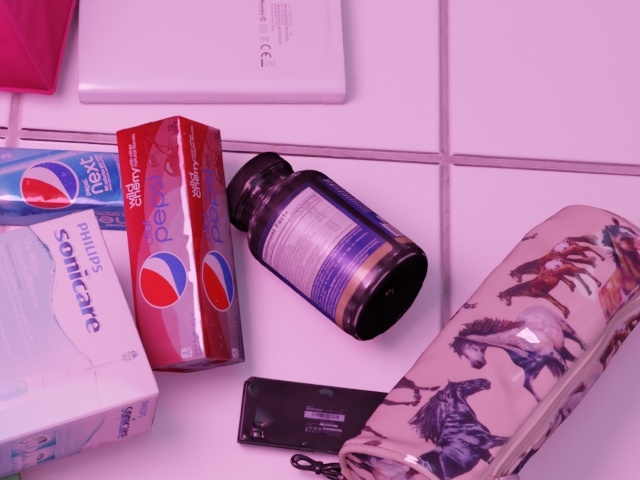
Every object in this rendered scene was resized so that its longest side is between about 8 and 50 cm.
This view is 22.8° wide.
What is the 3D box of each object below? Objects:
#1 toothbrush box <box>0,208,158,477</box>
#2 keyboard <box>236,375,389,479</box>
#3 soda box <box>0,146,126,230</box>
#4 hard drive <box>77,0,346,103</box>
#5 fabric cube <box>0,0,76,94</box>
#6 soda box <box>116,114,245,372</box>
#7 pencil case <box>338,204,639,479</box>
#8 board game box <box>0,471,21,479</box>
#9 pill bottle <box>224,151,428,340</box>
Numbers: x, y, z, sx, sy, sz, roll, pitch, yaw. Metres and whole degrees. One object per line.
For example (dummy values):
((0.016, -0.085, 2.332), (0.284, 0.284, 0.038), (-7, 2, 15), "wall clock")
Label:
((-0.336, 0.121, 1.601), (0.295, 0.126, 0.216), (-17, 70, -16), "toothbrush box")
((0.002, 0.207, 1.702), (0.180, 0.023, 0.108), (7, 61, -2), "keyboard")
((-0.299, -0.057, 1.757), (0.210, 0.071, 0.067), (2, 67, -5), "soda box")
((-0.129, -0.257, 1.873), (0.308, 0.040, 0.203), (-1, 67, -5), "hard drive")
((-0.415, -0.336, 1.732), (0.254, 0.258, 0.259), (5, 69, 11), "fabric cube")
((-0.149, 0.006, 1.693), (0.083, 0.092, 0.263), (-12, 78, 25), "soda box")
((0.210, 0.134, 1.659), (0.183, 0.160, 0.410), (23, 58, 38), "pencil case")
((-0.368, 0.208, 1.655), (0.092, 0.043, 0.181), (-12, 69, -10), "board game box")
((0.000, 0.000, 1.724), (0.219, 0.123, 0.123), (38, 69, 25), "pill bottle")
